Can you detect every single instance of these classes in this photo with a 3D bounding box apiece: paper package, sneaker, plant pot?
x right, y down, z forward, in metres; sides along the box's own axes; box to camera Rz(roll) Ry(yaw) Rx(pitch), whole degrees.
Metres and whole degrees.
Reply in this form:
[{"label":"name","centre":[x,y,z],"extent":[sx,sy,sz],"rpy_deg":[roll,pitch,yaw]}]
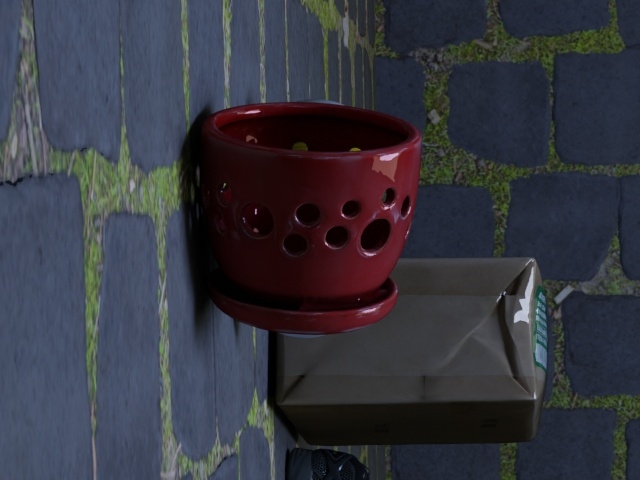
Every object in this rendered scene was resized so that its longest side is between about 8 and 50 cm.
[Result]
[{"label":"paper package","centre":[0.111,0.136,2.153],"extent":[0.325,0.310,0.168],"rpy_deg":[66,23,-73]},{"label":"sneaker","centre":[0.024,0.359,2.163],"extent":[0.087,0.130,0.227],"rpy_deg":[53,38,-77]},{"label":"plant pot","centre":[-0.011,-0.018,1.591],"extent":[0.191,0.191,0.174],"rpy_deg":[-70,164,-74]}]

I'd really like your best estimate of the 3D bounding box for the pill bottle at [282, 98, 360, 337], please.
[{"label":"pill bottle","centre":[-0.010,-0.020,1.840],"extent":[0.245,0.136,0.136],"rpy_deg":[-84,171,-51]}]
